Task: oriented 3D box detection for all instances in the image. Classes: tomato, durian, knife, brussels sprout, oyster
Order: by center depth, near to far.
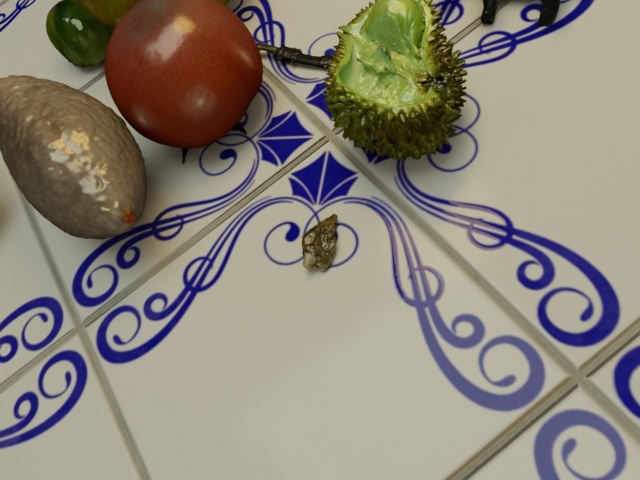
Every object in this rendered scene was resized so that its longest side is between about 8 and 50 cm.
[{"bbox_3d":[0.107,-0.220,0.756,0.200,0.176,0.237,-15,54,21],"label":"durian"},{"bbox_3d":[-0.003,-0.001,0.761,0.051,0.034,0.093,-1,59,9],"label":"oyster"},{"bbox_3d":[-0.223,-0.279,0.871,0.256,0.224,0.255,-12,62,23],"label":"tomato"},{"bbox_3d":[-0.050,-0.331,0.952,0.222,0.021,0.045,12,69,19],"label":"knife"},{"bbox_3d":[-0.490,-0.441,1.093,0.152,0.122,0.149,-8,64,15],"label":"brussels sprout"}]

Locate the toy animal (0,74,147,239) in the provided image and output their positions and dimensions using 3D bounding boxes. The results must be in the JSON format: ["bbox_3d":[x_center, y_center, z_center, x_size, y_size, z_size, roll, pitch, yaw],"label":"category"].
[{"bbox_3d":[-0.375,-0.116,0.831,0.188,0.226,0.358,-35,59,-15],"label":"toy animal"}]

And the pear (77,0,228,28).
[{"bbox_3d":[-0.308,-0.527,1.031,0.340,0.191,0.386,15,57,15],"label":"pear"}]

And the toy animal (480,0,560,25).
[{"bbox_3d":[0.291,-0.429,0.854,0.245,0.114,0.146,15,74,1],"label":"toy animal"}]
